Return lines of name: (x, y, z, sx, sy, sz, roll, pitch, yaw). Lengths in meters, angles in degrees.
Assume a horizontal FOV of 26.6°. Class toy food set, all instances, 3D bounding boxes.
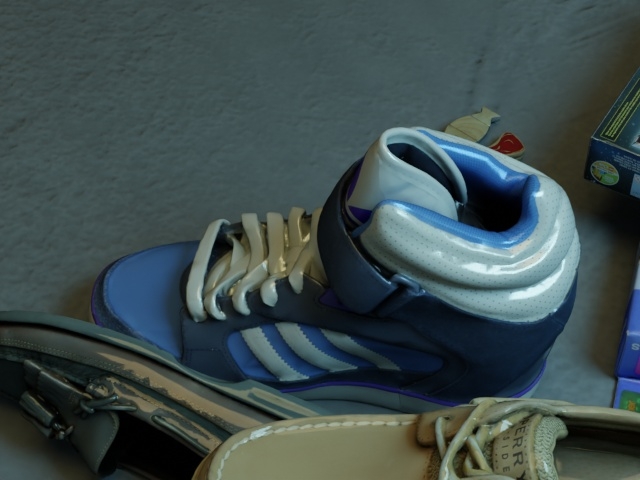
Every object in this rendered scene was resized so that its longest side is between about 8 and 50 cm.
toy food set: (0.111, -0.055, 1.039, 0.122, 0.019, 0.078, -30, 56, -32)

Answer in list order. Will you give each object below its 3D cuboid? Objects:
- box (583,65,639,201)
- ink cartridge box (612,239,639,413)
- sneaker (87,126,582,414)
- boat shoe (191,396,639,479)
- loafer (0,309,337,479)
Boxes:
box: (0.313, -0.101, 0.983, 0.159, 0.044, 0.233, 24, 54, 21)
ink cartridge box: (0.316, 0.021, 0.947, 0.185, 0.065, 0.311, 13, 53, 12)
sneaker: (0.000, 0.000, 0.849, 0.322, 0.236, 0.130, 9, 51, 7)
boat shoe: (0.098, 0.128, 0.719, 0.341, 0.110, 0.122, 2, 49, 0)
loafer: (-0.109, 0.118, 0.850, 0.267, 0.096, 0.084, 16, 58, 11)
